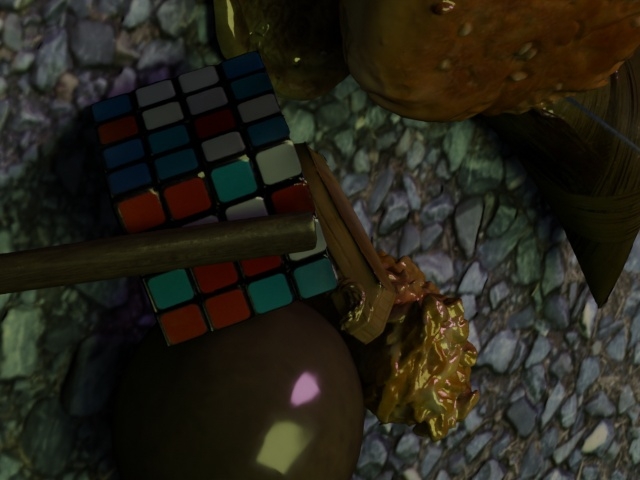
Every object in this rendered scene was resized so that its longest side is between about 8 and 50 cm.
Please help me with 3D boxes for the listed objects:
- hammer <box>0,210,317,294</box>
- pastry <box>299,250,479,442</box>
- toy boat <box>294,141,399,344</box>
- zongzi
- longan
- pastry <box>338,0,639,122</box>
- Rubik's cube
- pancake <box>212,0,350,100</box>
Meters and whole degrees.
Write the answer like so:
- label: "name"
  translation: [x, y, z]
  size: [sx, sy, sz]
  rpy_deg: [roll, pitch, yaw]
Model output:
- label: "hammer"
  translation: [-0.183, 0.020, 1.490]
  size: [0.365, 0.043, 0.111]
  rpy_deg: [-8, 123, -6]
- label: "pastry"
  translation: [0.051, 0.090, 1.781]
  size: [0.102, 0.250, 0.154]
  rpy_deg: [3, 103, -25]
- label: "toy boat"
  translation: [0.000, 0.000, 1.711]
  size: [0.072, 0.206, 0.064]
  rpy_deg: [-36, 147, 12]
- label: "zongzi"
  translation: [0.239, -0.068, 1.973]
  size: [0.286, 0.138, 0.300]
  rpy_deg: [-2, 109, -43]
- label: "longan"
  translation: [-0.075, 0.161, 1.667]
  size: [0.248, 0.248, 0.248]
  rpy_deg: [-20, 119, -40]
- label: "pastry"
  translation: [0.153, -0.238, 1.705]
  size: [0.316, 0.184, 0.284]
  rpy_deg: [-13, 147, -23]
- label: "Rubik's cube"
  translation: [-0.086, -0.036, 1.593]
  size: [0.151, 0.154, 0.155]
  rpy_deg: [-20, 126, -2]
- label: "pancake"
  translation: [-0.013, -0.234, 1.721]
  size: [0.212, 0.029, 0.235]
  rpy_deg: [-25, 121, -37]
